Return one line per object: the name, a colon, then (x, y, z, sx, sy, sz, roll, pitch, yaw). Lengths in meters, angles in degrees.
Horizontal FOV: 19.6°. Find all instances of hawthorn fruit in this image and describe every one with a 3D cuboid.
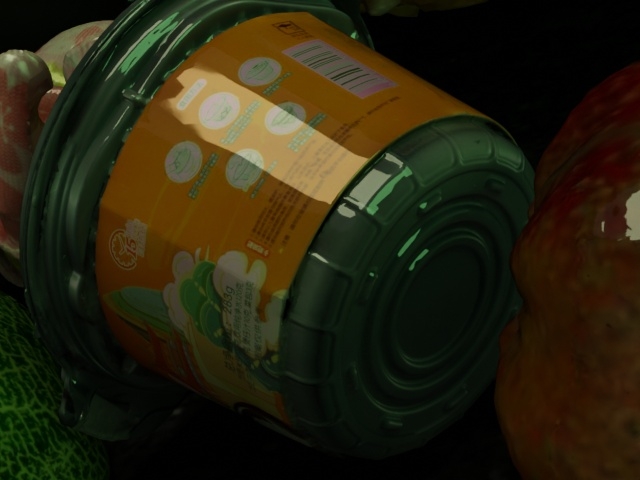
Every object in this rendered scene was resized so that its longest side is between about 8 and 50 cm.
hawthorn fruit: (0.155, 0.027, 0.531, 0.203, 0.163, 0.163, 8, 39, 17)

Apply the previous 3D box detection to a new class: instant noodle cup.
instant noodle cup: (0.000, 0.000, 0.662, 0.125, 0.208, 0.177, 28, 22, 37)

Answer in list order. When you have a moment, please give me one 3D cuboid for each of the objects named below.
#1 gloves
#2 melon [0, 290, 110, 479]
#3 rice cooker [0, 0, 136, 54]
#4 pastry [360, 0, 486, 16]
gloves: (-0.083, -0.042, 0.826, 0.145, 0.126, 0.241, -14, 16, -36)
melon: (-0.184, 0.061, 0.722, 0.169, 0.129, 0.265, -26, 28, -9)
rice cooker: (-0.153, -0.182, 1.083, 0.118, 0.142, 0.203, -3, 34, 11)
pastry: (0.093, -0.287, 0.883, 0.337, 0.292, 0.405, 1, 43, -11)
